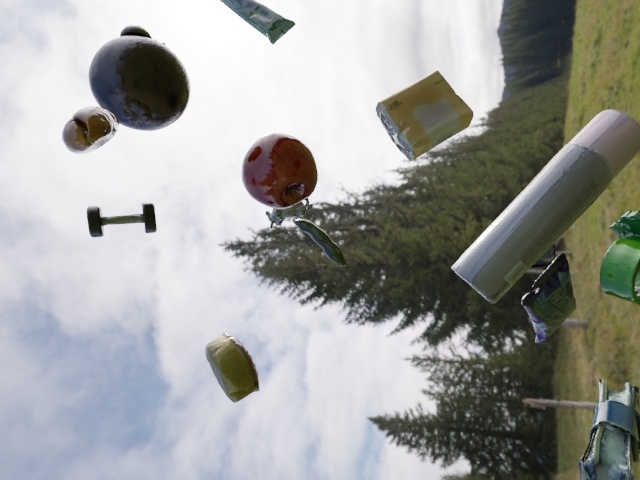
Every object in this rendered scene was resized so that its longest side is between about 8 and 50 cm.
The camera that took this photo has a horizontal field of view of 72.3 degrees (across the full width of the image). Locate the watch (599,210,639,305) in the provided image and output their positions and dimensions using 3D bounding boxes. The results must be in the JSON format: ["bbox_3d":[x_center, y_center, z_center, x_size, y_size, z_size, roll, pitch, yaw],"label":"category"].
[{"bbox_3d":[0.641,0.042,0.902,0.152,0.131,0.165,-47,-60,-7],"label":"watch"}]

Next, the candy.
[{"bbox_3d":[0.533,0.145,1.015,0.145,0.070,0.275,-48,-44,-6],"label":"candy"}]

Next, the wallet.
[{"bbox_3d":[0.391,0.288,0.579,0.202,0.059,0.141,-25,-73,-49],"label":"wallet"}]

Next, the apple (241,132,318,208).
[{"bbox_3d":[-0.134,-0.231,1.494,0.216,0.260,0.260,54,-171,32],"label":"apple"}]

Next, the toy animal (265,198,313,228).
[{"bbox_3d":[-0.129,-0.118,1.716,0.176,0.217,0.073,71,-160,-51],"label":"toy animal"}]

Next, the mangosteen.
[{"bbox_3d":[-0.578,-0.533,1.438,0.306,0.306,0.359,53,-151,-51],"label":"mangosteen"}]

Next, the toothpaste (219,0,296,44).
[{"bbox_3d":[-0.175,-0.567,1.076,0.075,0.297,0.048,-44,-28,-3],"label":"toothpaste"}]

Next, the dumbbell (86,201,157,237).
[{"bbox_3d":[-0.612,-0.065,1.358,0.191,0.100,0.100,-5,-83,-20],"label":"dumbbell"}]

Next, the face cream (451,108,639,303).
[{"bbox_3d":[0.291,-0.038,0.569,0.269,0.073,0.107,-49,-28,10],"label":"face cream"}]

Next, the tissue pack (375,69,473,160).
[{"bbox_3d":[0.287,-0.348,1.222,0.186,0.222,0.090,58,167,13],"label":"tissue pack"}]

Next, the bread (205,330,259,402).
[{"bbox_3d":[-0.337,0.480,1.685,0.148,0.270,0.269,-27,-61,-25],"label":"bread"}]

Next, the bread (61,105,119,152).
[{"bbox_3d":[-0.470,-0.226,0.891,0.114,0.189,0.077,-35,-73,-10],"label":"bread"}]

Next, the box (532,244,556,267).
[{"bbox_3d":[0.513,0.022,1.078,0.069,0.122,0.084,27,-122,-65],"label":"box"}]

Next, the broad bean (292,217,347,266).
[{"bbox_3d":[0.001,-0.003,1.471,0.046,0.254,0.065,-31,-23,-43],"label":"broad bean"}]
